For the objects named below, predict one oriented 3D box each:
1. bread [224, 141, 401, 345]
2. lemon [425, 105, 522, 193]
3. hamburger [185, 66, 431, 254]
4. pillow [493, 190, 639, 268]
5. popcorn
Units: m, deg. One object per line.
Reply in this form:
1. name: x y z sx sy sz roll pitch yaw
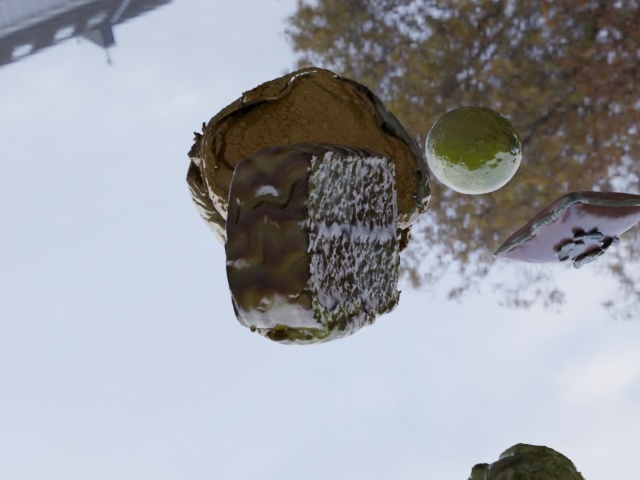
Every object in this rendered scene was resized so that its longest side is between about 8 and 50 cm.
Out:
1. bread: 0.000 0.000 0.997 0.096 0.181 0.222 -2 -178 26
2. lemon: 0.311 -0.181 2.150 0.184 0.184 0.248 -20 -168 -17
3. hamburger: -0.011 -0.078 1.395 0.319 0.158 0.318 7 -117 -15
4. pillow: 0.355 -0.012 1.492 0.179 0.171 0.075 0 -117 -37
5. popcorn: 0.264 0.344 1.316 0.198 0.197 0.212 10 -169 23
